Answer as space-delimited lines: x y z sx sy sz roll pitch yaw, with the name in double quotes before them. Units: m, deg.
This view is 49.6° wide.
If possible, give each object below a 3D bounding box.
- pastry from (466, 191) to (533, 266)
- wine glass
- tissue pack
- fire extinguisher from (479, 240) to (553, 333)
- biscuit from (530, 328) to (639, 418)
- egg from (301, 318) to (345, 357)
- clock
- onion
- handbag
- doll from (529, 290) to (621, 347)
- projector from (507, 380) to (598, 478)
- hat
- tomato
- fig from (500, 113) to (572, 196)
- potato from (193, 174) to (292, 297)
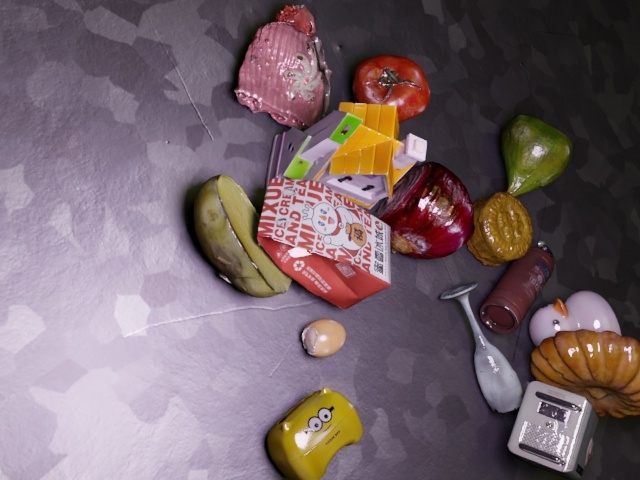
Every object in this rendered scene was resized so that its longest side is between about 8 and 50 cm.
"pastry" 0.455 -0.030 1.771 0.189 0.103 0.188 10 72 -31
"wine glass" 0.435 0.238 1.588 0.096 0.264 0.309 -24 91 -35
"tissue pack" -0.015 0.372 1.348 0.178 0.123 0.127 -35 96 -34
"fire extinguisher" 0.531 0.109 1.790 0.344 0.102 0.138 -44 131 -38
"biscuit" 0.672 0.335 1.677 0.326 0.326 0.107 38 53 -19
"egg" 0.010 0.202 1.437 0.097 0.080 0.080 1 77 -36
"clock" 0.067 -0.176 1.436 0.235 0.310 0.166 19 69 -28
"onion" 0.261 -0.058 1.599 0.206 0.207 0.216 41 65 -14
"handbag" 0.000 0.000 1.406 0.298 0.151 0.171 30 46 -32
"doll" 0.650 0.245 1.791 0.221 0.221 0.250 -44 130 -33
"projector" 0.549 0.449 1.623 0.242 0.164 0.177 44 66 -55
"hat" -0.065 -0.396 1.534 0.237 0.107 0.286 20 71 -38
"tomato" 0.165 -0.355 1.639 0.187 0.151 0.186 -2 81 11
"fig" 0.551 -0.203 1.858 0.203 0.203 0.235 29 90 -23
"potato" -0.170 0.009 1.349 0.271 0.111 0.160 60 19 -19
